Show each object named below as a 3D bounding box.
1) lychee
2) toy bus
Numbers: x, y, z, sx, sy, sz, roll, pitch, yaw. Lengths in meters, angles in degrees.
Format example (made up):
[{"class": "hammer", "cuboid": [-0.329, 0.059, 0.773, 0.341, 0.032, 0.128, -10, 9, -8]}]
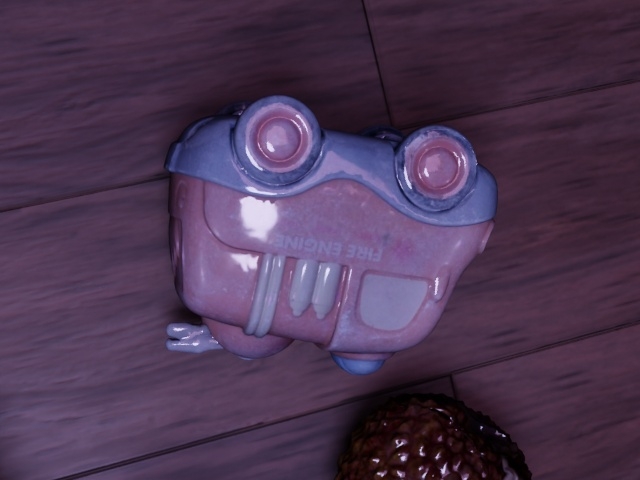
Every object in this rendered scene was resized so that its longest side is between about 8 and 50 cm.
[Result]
[{"class": "lychee", "cuboid": [0.097, 0.229, 0.965, 0.188, 0.188, 0.188, 1, 86, -15]}, {"class": "toy bus", "cuboid": [0.000, 0.000, 0.952, 0.294, 0.197, 0.231, 9, 93, -15]}]
